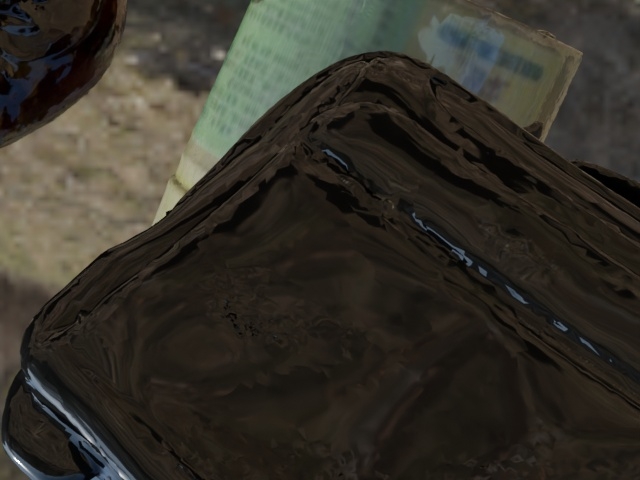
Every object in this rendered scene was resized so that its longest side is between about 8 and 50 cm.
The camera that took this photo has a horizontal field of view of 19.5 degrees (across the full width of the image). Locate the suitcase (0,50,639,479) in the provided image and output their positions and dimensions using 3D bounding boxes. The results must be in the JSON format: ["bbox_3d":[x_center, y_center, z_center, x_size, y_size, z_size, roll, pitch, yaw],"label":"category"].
[{"bbox_3d":[0.058,0.091,0.939,0.345,0.188,0.339,37,-114,27],"label":"suitcase"}]

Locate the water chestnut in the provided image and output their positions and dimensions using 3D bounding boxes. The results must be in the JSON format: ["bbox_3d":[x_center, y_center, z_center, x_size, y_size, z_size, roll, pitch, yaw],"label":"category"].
[{"bbox_3d":[-0.242,-0.169,1.281,0.223,0.224,0.238,-1,172,-15],"label":"water chestnut"}]

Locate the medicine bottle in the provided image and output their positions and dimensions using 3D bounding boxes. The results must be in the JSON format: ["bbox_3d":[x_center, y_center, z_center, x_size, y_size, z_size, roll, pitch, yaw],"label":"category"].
[{"bbox_3d":[0.000,0.000,1.343,0.235,0.406,0.236,24,-172,-3],"label":"medicine bottle"}]
